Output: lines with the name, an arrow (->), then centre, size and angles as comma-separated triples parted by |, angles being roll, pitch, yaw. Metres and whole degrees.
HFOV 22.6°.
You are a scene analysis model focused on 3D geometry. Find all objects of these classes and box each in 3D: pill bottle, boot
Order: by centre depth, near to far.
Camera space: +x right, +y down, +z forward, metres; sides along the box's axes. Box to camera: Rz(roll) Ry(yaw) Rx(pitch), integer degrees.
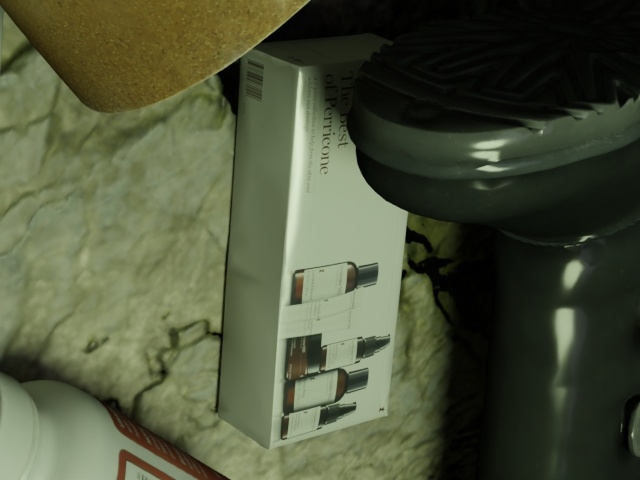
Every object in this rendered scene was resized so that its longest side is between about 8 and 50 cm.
pill bottle -> -0.134, 0.150, 0.878 | 0.216, 0.121, 0.121 | 40, 81, -43
boot -> 0.129, 0.083, 1.015 | 0.367, 0.146, 0.445 | -27, 129, -51

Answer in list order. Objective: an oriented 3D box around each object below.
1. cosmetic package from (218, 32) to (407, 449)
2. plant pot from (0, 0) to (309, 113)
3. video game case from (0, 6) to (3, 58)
cosmetic package -> 0.000, 0.000, 0.969 | 0.099, 0.060, 0.239 | -13, 116, -39
plant pot -> -0.108, -0.226, 0.683 | 0.254, 0.237, 0.237 | 44, 78, -29
video game case -> -0.214, -0.078, 0.679 | 0.193, 0.023, 0.212 | 34, 42, -44
